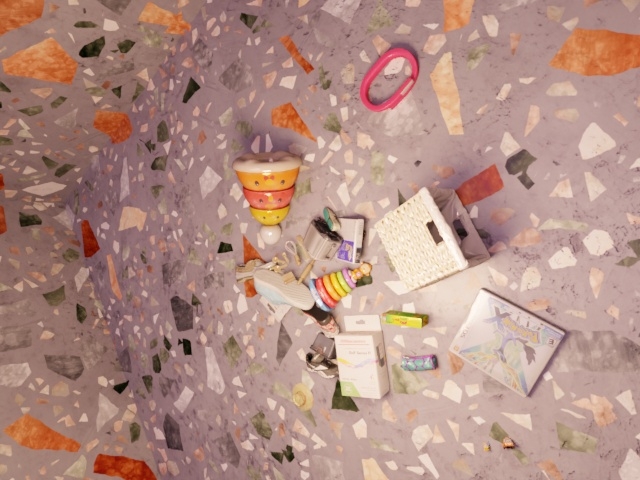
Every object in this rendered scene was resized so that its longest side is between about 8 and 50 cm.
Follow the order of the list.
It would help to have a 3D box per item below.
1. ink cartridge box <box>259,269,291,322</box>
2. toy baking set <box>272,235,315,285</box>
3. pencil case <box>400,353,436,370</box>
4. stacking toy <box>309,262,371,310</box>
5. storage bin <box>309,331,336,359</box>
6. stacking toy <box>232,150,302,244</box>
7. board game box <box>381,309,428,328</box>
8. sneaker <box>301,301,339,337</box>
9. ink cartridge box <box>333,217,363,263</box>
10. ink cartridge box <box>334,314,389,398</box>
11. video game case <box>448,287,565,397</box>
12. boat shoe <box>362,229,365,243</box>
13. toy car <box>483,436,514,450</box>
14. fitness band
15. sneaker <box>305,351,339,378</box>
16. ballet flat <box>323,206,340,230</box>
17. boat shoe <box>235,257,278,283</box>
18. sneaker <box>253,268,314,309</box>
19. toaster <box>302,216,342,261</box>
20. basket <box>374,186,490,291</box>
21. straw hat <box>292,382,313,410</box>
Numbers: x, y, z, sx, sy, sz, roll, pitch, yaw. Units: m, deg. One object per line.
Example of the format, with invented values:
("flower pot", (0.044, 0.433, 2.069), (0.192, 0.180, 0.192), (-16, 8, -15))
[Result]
("ink cartridge box", (-0.210, 0.299, 2.157), (0.181, 0.056, 0.225), (44, 116, 23))
("toy baking set", (-0.129, 0.100, 2.041), (0.196, 0.030, 0.256), (36, 69, 6))
("pencil case", (0.427, 0.531, 1.749), (0.151, 0.064, 0.070), (-14, 109, 31))
("stacking toy", (0.111, 0.197, 1.910), (0.301, 0.165, 0.175), (-31, 76, 14))
("storage bin", (0.024, 0.519, 1.994), (0.135, 0.098, 0.091), (22, 92, 30))
("stacking toy", (-0.256, -0.203, 2.073), (0.350, 0.350, 0.481), (12, 116, 32))
("board game box", (0.370, 0.344, 1.764), (0.181, 0.092, 0.043), (1, 93, 32))
("sneaker", (-0.007, 0.386, 2.001), (0.270, 0.090, 0.145), (28, 152, 57))
("ink cartridge box", (0.129, -0.004, 1.913), (0.208, 0.045, 0.207), (12, 98, 63))
("ink cartridge box", (0.187, 0.533, 1.868), (0.207, 0.119, 0.354), (-10, 86, 33))
("video game case", (0.717, 0.397, 1.578), (0.328, 0.036, 0.300), (30, 107, 28))
("boat shoe", (0.183, 0.014, 1.898), (0.049, 0.041, 0.133), (35, 117, 60))
("toy car", (0.702, 0.805, 1.591), (0.121, 0.060, 0.041), (-17, 51, 25))
("fitness band", (0.306, -0.714, 1.802), (0.291, 0.054, 0.209), (-45, 66, 24))
("sneaker", (0.006, 0.607, 1.977), (0.234, 0.078, 0.106), (-1, 115, 45))
("ballet flat", (0.056, -0.101, 1.964), (0.168, 0.052, 0.057), (-110, 32, -46))
("boat shoe", (-0.365, 0.154, 2.212), (0.302, 0.113, 0.104), (-21, 86, 32))
("sneaker", (-0.186, 0.276, 2.055), (0.365, 0.135, 0.150), (27, 132, 26))
("toaster", (0.000, 0.000, 1.953), (0.227, 0.129, 0.147), (52, 122, 46))
("basket", (0.442, -0.005, 1.579), (0.266, 0.331, 0.329), (-34, 74, 34))
("straw hat", (-0.111, 0.829, 2.101), (0.144, 0.061, 0.145), (1, 91, 32))
